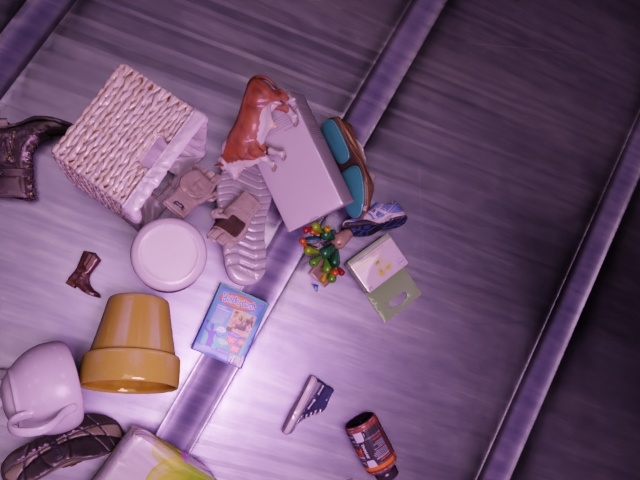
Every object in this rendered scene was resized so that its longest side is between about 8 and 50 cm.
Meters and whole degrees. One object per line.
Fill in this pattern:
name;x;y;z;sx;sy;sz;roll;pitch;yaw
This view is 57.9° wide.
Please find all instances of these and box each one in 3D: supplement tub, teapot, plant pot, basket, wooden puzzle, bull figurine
supplement tub;-0.412;0.047;1.575;0.191;0.272;0.191;2;83;-14
teapot;-0.717;0.386;1.455;0.187;0.256;0.252;-12;67;-33
plant pot;-0.499;0.277;1.554;0.254;0.254;0.238;6;66;-14
basket;-0.499;-0.234;1.559;0.267;0.331;0.328;34;76;-7
wooden puzzle;0.010;0.100;1.816;0.116;0.014;0.078;-42;90;-16
supplement tub;0.161;0.627;1.743;0.106;0.106;0.197;-27;90;-16
bull figurine;-0.178;-0.298;1.616;0.189;0.101;0.310;23;108;11

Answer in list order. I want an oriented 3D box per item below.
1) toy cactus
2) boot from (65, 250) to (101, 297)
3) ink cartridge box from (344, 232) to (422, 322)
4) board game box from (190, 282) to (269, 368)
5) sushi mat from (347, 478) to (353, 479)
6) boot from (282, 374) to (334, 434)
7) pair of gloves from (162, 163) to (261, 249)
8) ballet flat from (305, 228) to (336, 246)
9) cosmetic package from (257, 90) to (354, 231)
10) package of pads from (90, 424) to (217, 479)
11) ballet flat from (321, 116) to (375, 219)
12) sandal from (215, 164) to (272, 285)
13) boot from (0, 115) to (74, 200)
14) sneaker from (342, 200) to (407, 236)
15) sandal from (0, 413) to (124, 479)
toy cactus;0.034;0.020;1.760;0.180;0.112;0.218;-39;113;-33
boot;-0.645;0.094;1.634;0.107;0.037;0.114;30;72;-12
ink cartridge box;0.209;0.120;1.845;0.171;0.056;0.235;-35;91;-17
board game box;-0.266;0.251;1.706;0.160;0.047;0.210;26;78;-10
sushi mat;-0.030;0.834;1.713;0.317;0.019;0.151;-14;88;-16
boot;-0.035;0.505;1.724;0.086;0.069;0.189;32;75;-6
pair of gloves;-0.298;-0.094;1.615;0.240;0.042;0.204;35;50;-13
ballet flat;0.000;0.000;1.814;0.115;0.041;0.041;-19;88;-15
cosmetic package;-0.072;-0.233;1.724;0.197;0.155;0.365;-24;92;18
package of pads;-0.449;0.663;1.554;0.297;0.101;0.229;39;77;-20
ballet flat;0.107;-0.234;1.835;0.124;0.116;0.342;-10;75;-46
sandal;-0.241;-0.061;1.718;0.170;0.102;0.415;11;65;-22
boot;-0.813;-0.223;1.610;0.263;0.091;0.228;-6;90;-11
sneaker;0.168;-0.071;1.856;0.211;0.080;0.081;-11;60;-14
sandal;-0.682;0.553;1.536;0.303;0.086;0.120;-14;67;-31
